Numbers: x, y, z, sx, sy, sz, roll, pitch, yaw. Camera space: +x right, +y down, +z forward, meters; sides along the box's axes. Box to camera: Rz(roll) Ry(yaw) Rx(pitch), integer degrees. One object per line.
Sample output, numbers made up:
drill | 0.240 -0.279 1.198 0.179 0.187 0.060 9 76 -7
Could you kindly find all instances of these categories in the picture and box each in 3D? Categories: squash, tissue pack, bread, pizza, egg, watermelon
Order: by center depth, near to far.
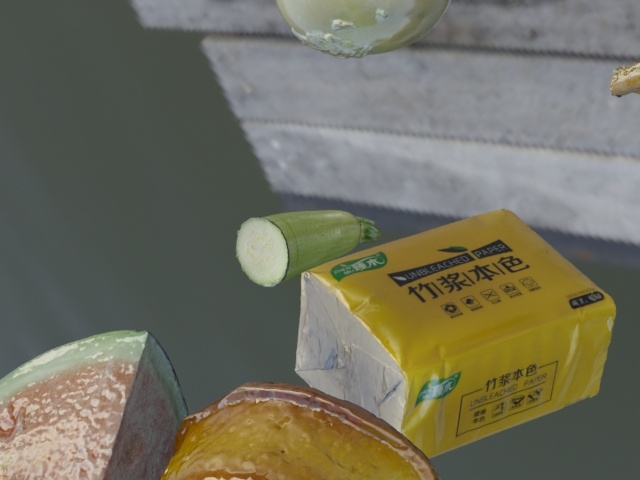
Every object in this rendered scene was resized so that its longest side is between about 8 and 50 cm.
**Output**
bread | -0.024 0.273 1.387 0.312 0.172 0.312 16 129 21
watermelon | -0.267 0.232 1.524 0.292 0.283 0.250 -162 60 -83
egg | 0.047 -0.275 1.605 0.201 0.164 0.164 -6 126 25
pizza | 0.500 -0.207 1.923 0.204 0.188 0.081 -17 78 41
squash | 0.000 0.000 2.025 0.094 0.224 0.094 12 107 45
tissue pack | 0.192 0.137 2.230 0.293 0.382 0.228 46 143 43
